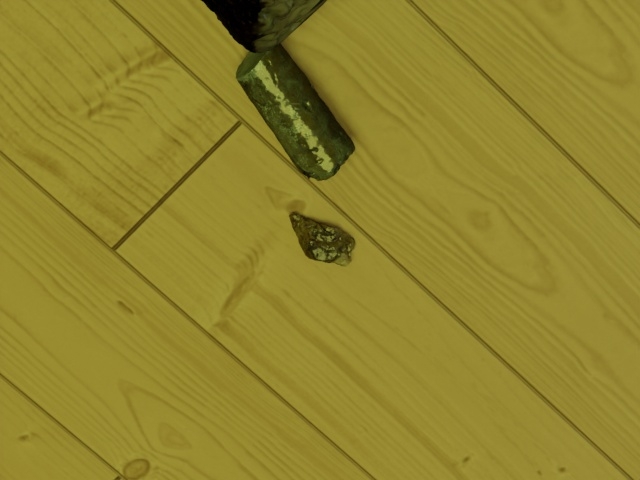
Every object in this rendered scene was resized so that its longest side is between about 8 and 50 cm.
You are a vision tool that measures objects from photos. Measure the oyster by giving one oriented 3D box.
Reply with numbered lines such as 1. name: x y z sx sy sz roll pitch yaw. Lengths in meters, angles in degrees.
1. oyster: -0.002 0.002 1.832 0.093 0.034 0.051 19 106 2

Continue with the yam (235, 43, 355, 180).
1. yam: -0.032 -0.155 1.743 0.078 0.078 0.179 -30 108 17

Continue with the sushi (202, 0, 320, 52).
1. sushi: -0.049 -0.347 1.548 0.207 0.348 0.234 45 75 4
